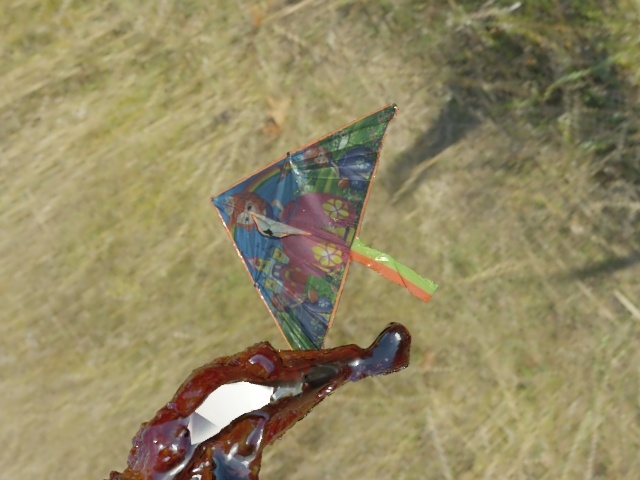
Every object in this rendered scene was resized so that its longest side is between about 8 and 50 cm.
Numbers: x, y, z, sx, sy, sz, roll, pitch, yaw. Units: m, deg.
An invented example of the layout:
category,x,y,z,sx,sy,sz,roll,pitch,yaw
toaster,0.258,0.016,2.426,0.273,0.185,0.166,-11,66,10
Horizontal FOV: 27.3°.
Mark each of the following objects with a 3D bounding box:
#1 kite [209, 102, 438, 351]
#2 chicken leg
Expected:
category,x,y,z,sx,sy,sz,roll,pitch,yaw
kite,0.000,0.000,0.820,0.159,0.010,0.190,18,104,16
chicken leg,-0.047,0.110,0.726,0.089,0.219,0.048,42,172,-2
